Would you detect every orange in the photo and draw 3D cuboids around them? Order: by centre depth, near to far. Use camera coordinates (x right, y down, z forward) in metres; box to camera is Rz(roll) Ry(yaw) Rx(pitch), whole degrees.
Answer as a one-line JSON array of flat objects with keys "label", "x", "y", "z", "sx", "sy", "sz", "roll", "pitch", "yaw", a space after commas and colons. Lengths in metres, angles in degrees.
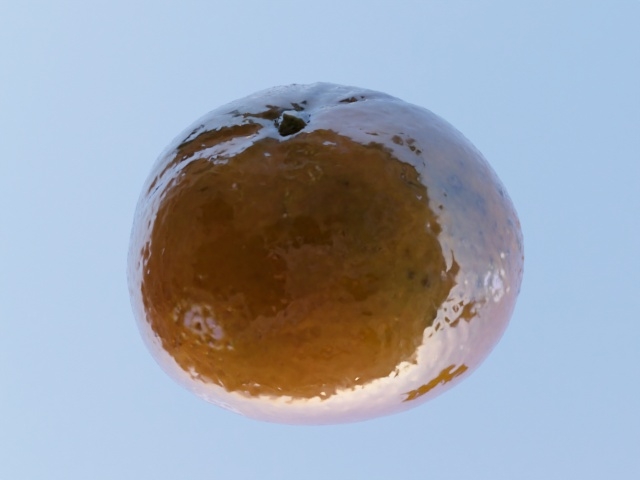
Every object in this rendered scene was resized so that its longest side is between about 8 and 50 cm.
[{"label": "orange", "x": 0.000, "y": 0.000, "z": 0.577, "sx": 0.240, "sy": 0.240, "sz": 0.171, "roll": 17, "pitch": -51, "yaw": 29}]
